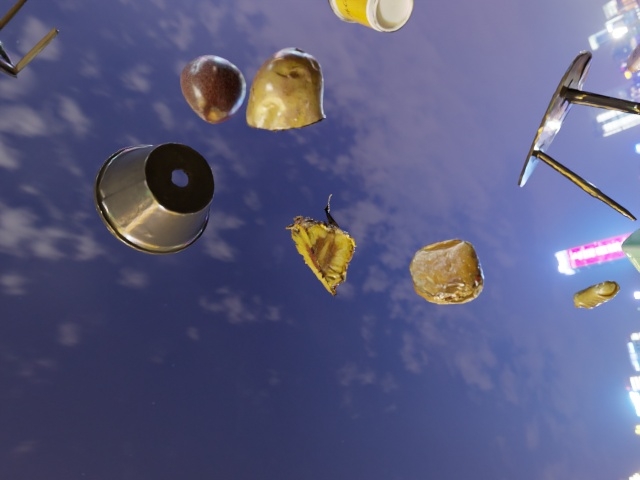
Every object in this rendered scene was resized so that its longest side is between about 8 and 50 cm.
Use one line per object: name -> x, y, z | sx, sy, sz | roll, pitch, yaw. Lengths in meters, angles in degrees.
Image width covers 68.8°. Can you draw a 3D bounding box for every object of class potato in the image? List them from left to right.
potato -> -0.133, -0.560, 1.690 | 0.289, 0.301, 0.237 | -40, -41, -36

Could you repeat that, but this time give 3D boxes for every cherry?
cherry -> -0.276, -0.390, 1.200 | 0.176, 0.140, 0.176 | 25, -137, -26

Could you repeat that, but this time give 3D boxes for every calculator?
calculator -> 0.809, -0.487, 1.125 | 0.032, 0.175, 0.100 | 27, -127, 5

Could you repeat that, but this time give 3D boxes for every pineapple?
pineapple -> 0.005, -0.003, 1.444 | 0.158, 0.161, 0.334 | -39, -49, -8

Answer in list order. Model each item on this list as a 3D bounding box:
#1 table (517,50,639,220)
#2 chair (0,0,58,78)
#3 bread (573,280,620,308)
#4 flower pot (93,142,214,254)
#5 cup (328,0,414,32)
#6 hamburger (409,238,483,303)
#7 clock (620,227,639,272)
table -> 0.608, -0.225, 0.964 | 0.317, 0.249, 0.317 | -44, -28, -31
chair -> -0.750, -0.449, 1.008 | 0.166, 0.272, 0.188 | 52, -174, 18
bread -> 0.471, 0.093, 0.796 | 0.049, 0.088, 0.033 | -11, -111, -12
flower pot -> -0.339, -0.114, 1.032 | 0.269, 0.166, 0.268 | 14, -114, -34
cup -> 0.146, -0.719, 1.375 | 0.197, 0.196, 0.279 | 24, -156, -42
hamburger -> 0.427, 0.109, 1.567 | 0.163, 0.245, 0.244 | 51, -141, -49
clock -> 0.515, -0.021, 0.616 | 0.060, 0.189, 0.148 | 56, -170, 6
